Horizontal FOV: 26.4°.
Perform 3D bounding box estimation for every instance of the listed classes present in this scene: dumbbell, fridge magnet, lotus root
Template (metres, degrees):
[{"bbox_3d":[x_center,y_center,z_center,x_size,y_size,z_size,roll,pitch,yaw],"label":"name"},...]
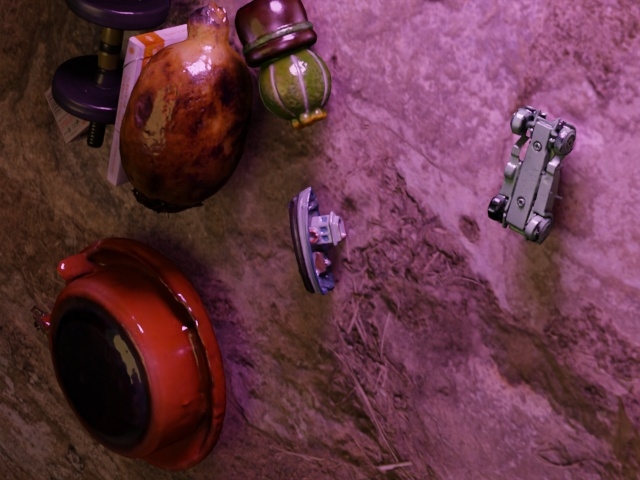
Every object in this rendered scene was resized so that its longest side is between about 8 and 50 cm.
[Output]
[{"bbox_3d":[-0.284,-0.265,1.845,0.143,0.143,0.325,39,131,30],"label":"dumbbell"},{"bbox_3d":[-0.274,0.174,2.009,0.363,0.155,0.363,22,123,40],"label":"fridge magnet"},{"bbox_3d":[-0.169,-0.156,1.749,0.141,0.169,0.314,37,127,30],"label":"lotus root"}]

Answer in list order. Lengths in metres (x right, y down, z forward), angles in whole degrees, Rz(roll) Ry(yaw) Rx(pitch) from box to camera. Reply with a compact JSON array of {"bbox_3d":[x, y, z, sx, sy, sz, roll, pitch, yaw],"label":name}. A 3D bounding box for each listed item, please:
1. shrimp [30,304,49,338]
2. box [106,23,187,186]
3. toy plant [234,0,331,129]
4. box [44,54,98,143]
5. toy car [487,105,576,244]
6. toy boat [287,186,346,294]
[{"bbox_3d":[-0.411,0.164,2.245,0.184,0.043,0.091,33,121,26],"label":"shrimp"},{"bbox_3d":[-0.221,-0.182,1.828,0.032,0.122,0.220,39,131,28],"label":"box"},{"bbox_3d":[-0.041,-0.214,1.645,0.093,0.093,0.162,-18,91,49],"label":"toy plant"},{"bbox_3d":[-0.350,-0.209,2.015,0.125,0.043,0.089,-28,85,49],"label":"box"},{"bbox_3d":[0.228,-0.070,1.448,0.073,0.054,0.143,30,122,34],"label":"toy car"},{"bbox_3d":[0.000,0.000,1.724,0.066,0.059,0.140,-9,103,19],"label":"toy boat"}]
